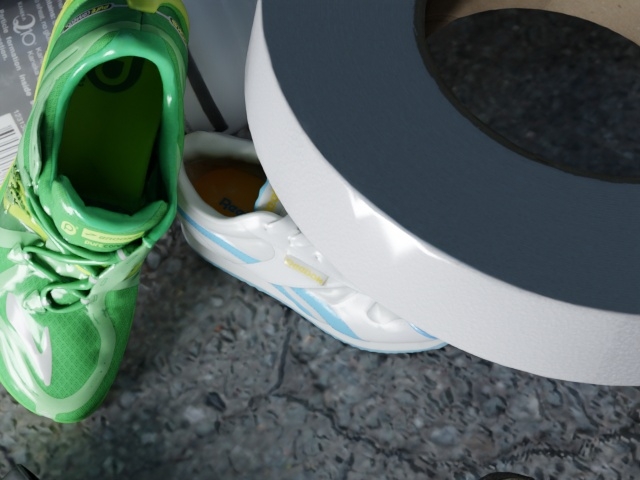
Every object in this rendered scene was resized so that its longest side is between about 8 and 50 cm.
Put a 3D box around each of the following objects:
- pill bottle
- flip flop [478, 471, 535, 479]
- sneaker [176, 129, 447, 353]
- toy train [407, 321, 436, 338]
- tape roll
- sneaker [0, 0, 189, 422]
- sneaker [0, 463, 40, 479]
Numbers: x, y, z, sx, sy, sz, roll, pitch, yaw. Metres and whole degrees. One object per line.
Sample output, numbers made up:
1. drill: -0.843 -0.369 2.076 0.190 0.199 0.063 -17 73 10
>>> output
1. pill bottle: -0.136 -0.128 1.087 0.278 0.162 0.162 -22 58 4
2. flip flop: 0.136 0.249 0.839 0.080 0.112 0.277 -40 62 34
3. sneaker: 0.000 0.000 1.014 0.229 0.092 0.087 20 68 20
4. toy train: 0.126 0.014 0.949 0.184 0.080 0.105 15 59 -3
5. tape roll: 0.151 -0.094 0.943 0.392 0.072 0.392 6 51 -8
6. sneaker: -0.149 -0.015 0.977 0.109 0.295 0.123 9 22 -12
7. sneaker: -0.188 0.203 0.985 0.089 0.051 0.170 -40 53 -7
